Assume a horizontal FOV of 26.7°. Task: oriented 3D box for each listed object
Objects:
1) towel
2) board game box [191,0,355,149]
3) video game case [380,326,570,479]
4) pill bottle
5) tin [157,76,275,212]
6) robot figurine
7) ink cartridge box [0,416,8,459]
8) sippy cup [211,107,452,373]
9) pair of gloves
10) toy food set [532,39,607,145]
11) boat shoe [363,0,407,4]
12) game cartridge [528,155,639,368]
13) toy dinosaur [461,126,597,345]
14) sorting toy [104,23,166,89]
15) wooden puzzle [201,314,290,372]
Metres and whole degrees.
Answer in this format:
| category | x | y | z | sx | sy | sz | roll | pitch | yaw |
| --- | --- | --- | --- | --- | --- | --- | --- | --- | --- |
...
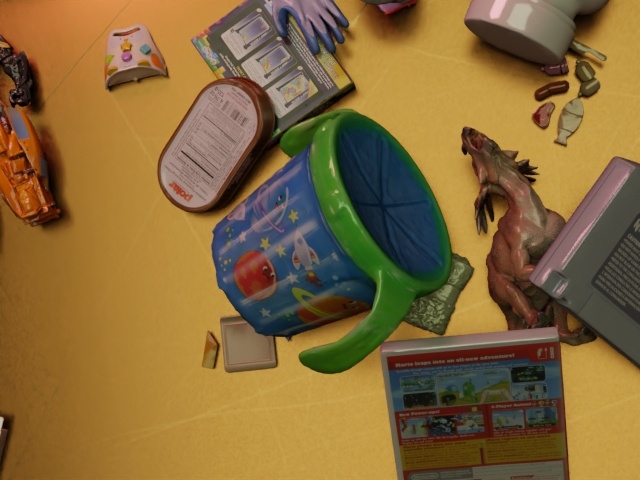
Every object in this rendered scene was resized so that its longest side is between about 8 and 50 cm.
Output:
| category | x | y | z | sx | sy | sz | roll | pitch | yaw |
| --- | --- | --- | --- | --- | --- | --- | --- | --- | --- |
| towel | 0.106 | 0.047 | 1.683 | 0.148 | 0.027 | 0.110 | 25 | 90 | 9 |
| board game box | -0.060 | -0.225 | 1.718 | 0.141 | 0.048 | 0.170 | -34 | 82 | 1 |
| video game case | 0.187 | 0.236 | 1.584 | 0.204 | 0.025 | 0.285 | -5 | 117 | 7 |
| pill bottle | 0.293 | -0.382 | 1.621 | 0.176 | 0.176 | 0.318 | 23 | 89 | 9 |
| tin | -0.134 | -0.120 | 1.695 | 0.106 | 0.040 | 0.190 | 41 | 111 | 18 |
| robot figurine | -0.456 | -0.139 | 1.742 | 0.211 | 0.085 | 0.291 | -24 | 83 | 4 |
| ink cartridge box | -0.433 | 0.263 | 1.733 | 0.048 | 0.028 | 0.083 | 13 | 87 | 8 |
| sippy cup | 0.000 | 0.000 | 1.597 | 0.224 | 0.305 | 0.240 | -29 | 102 | 28 |
| pair of gloves | 0.017 | -0.327 | 1.700 | 0.198 | 0.023 | 0.159 | -31 | 81 | -15 |
| toy food set | 0.304 | -0.187 | 1.683 | 0.078 | 0.019 | 0.122 | 30 | 97 | 9 |
| boat shoe | 0.059 | -0.445 | 1.636 | 0.118 | 0.103 | 0.320 | -12 | 94 | 21 |
| game cartridge | 0.380 | 0.034 | 1.548 | 0.196 | 0.294 | 0.060 | -52 | 38 | 3 |
| toy dinosaur | 0.239 | 0.018 | 1.619 | 0.200 | 0.127 | 0.296 | 32 | 121 | 47 |
| sorting toy | -0.249 | -0.245 | 1.753 | 0.083 | 0.045 | 0.075 | -13 | 64 | 6 |
| wooden puzzle | -0.093 | 0.129 | 1.709 | 0.116 | 0.014 | 0.079 | 0 | 90 | 8 |
